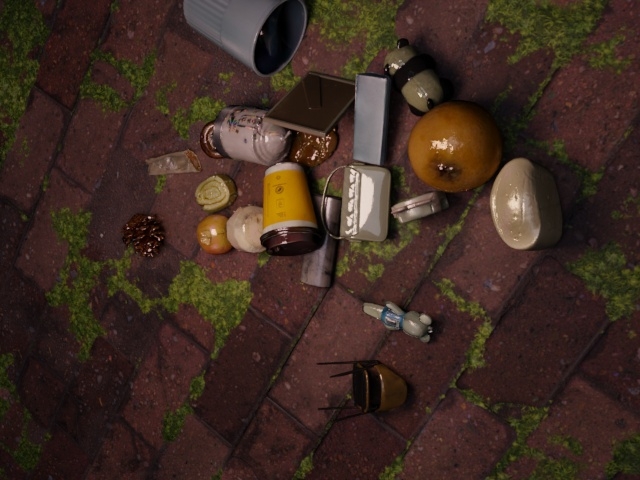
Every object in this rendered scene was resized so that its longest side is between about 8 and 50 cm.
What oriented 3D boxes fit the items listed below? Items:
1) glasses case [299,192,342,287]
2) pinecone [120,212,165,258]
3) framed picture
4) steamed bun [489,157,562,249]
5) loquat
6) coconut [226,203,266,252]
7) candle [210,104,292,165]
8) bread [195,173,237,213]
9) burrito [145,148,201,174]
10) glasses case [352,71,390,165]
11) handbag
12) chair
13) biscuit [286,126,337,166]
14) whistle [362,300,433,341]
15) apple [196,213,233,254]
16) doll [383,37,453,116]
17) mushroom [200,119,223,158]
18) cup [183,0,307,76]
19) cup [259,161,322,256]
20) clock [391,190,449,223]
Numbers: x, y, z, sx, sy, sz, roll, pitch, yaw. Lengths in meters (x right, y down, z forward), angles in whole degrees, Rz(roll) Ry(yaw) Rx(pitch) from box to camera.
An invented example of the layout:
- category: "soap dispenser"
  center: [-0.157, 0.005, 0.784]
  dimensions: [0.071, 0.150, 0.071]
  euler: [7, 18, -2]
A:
- category: "glasses case"
  center: [0.000, 0.000, 1.937]
  dimensions: [0.114, 0.060, 0.299]
  euler: [12, 100, 19]
- category: "pinecone"
  center: [-0.644, -0.017, 2.162]
  dimensions: [0.174, 0.173, 0.173]
  euler: [3, 97, 23]
- category: "framed picture"
  center: [-0.013, -0.421, 1.799]
  dimensions: [0.211, 0.289, 0.020]
  euler: [19, 140, 20]
- category: "steamed bun"
  center: [0.552, -0.093, 1.618]
  dimensions: [0.155, 0.200, 0.250]
  euler: [-13, 82, 40]
- category: "loquat"
  center: [0.373, -0.257, 1.650]
  dimensions: [0.263, 0.263, 0.263]
  euler: [3, 97, 23]
- category: "coconut"
  center: [-0.238, -0.040, 1.982]
  dimensions: [0.183, 0.171, 0.170]
  euler: [6, 100, 62]
- category: "candle"
  center: [-0.186, -0.330, 1.872]
  dimensions: [0.330, 0.187, 0.187]
  euler: [16, 102, 39]
- category: "bread"
  center: [-0.368, -0.163, 2.075]
  dimensions: [0.156, 0.064, 0.117]
  euler: [-22, 83, 25]
- category: "burrito"
  center: [-0.537, -0.277, 2.134]
  dimensions: [0.226, 0.060, 0.087]
  euler: [-4, 99, 22]
- category: "glasses case"
  center: [0.159, -0.366, 1.783]
  dimensions: [0.105, 0.056, 0.266]
  euler: [17, 122, 27]
- category: "handbag"
  center: [0.112, -0.118, 1.852]
  dimensions: [0.219, 0.079, 0.256]
  euler: [5, 98, 10]
- category: "chair"
  center: [0.128, 0.474, 1.889]
  dimensions: [0.247, 0.172, 0.158]
  euler: [-3, 96, -20]
- category: "biscuit"
  center: [-0.048, -0.347, 1.931]
  dimensions: [0.226, 0.042, 0.226]
  euler: [3, 97, 24]
- category: "whistle"
  center: [0.243, 0.242, 1.857]
  dimensions: [0.236, 0.077, 0.114]
  euler: [17, 130, 27]
- category: "apple"
  center: [-0.363, -0.019, 2.048]
  dimensions: [0.146, 0.146, 0.146]
  euler: [3, 97, 23]
- category: "doll"
  center: [0.279, -0.473, 1.731]
  dimensions: [0.143, 0.135, 0.234]
  euler: [-37, 77, 20]
- category: "mushroom"
  center: [-0.336, -0.359, 2.032]
  dimensions: [0.170, 0.080, 0.135]
  euler: [-36, 93, 23]
- category: "cup"
  center: [-0.225, -0.734, 1.848]
  dimensions: [0.311, 0.257, 0.331]
  euler: [35, 109, 17]
- category: "cup"
  center: [-0.101, -0.093, 1.867]
  dimensions: [0.196, 0.196, 0.279]
  euler: [-15, 69, 24]
- category: "clock"
  center: [0.286, -0.095, 1.735]
  dimensions: [0.151, 0.191, 0.062]
  euler: [-18, 88, 24]
